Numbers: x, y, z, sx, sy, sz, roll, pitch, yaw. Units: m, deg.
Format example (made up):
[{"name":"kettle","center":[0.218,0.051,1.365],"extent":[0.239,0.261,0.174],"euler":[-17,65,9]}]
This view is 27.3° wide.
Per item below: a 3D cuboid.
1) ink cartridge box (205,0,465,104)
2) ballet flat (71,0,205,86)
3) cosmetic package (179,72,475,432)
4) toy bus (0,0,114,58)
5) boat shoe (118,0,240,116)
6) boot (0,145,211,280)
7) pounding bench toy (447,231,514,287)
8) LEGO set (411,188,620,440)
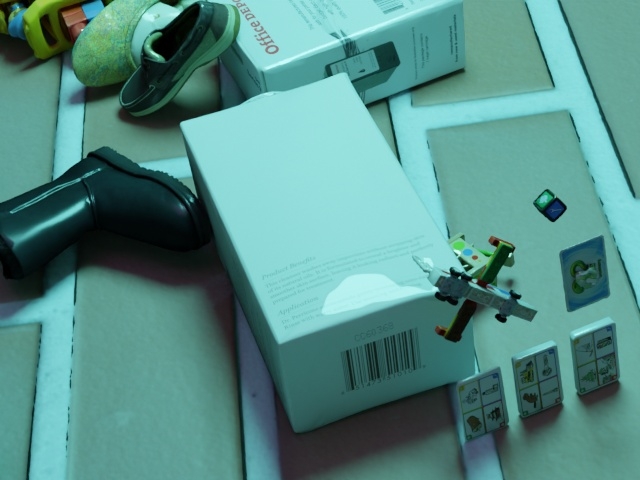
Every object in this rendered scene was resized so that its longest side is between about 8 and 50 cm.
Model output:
[{"name":"ink cartridge box","center":[0.018,-0.282,1.767],"extent":[0.289,0.122,0.211],"euler":[-22,46,-12]},{"name":"ballet flat","center":[-0.190,-0.316,1.836],"extent":[0.123,0.123,0.348],"euler":[28,52,32]},{"name":"cosmetic package","center":[0.000,0.000,1.466],"extent":[0.217,0.156,0.385],"euler":[-17,44,-8]},{"name":"toy bus","center":[-0.377,-0.332,1.883],"extent":[0.220,0.149,0.211],"euler":[-20,61,-8]},{"name":"boat shoe","center":[-0.199,-0.243,1.716],"extent":[0.223,0.073,0.080],"euler":[-33,52,34]},{"name":"boot","center":[-0.275,-0.010,1.556],"extent":[0.207,0.094,0.246],"euler":[-35,43,-29]},{"name":"pounding bench toy","center":[0.169,0.025,1.483],"extent":[0.083,0.052,0.065],"euler":[-32,49,-22]},{"name":"LEGO set","center":[0.198,0.066,1.310],"extent":[0.182,0.244,0.060],"euler":[-21,33,-10]}]
